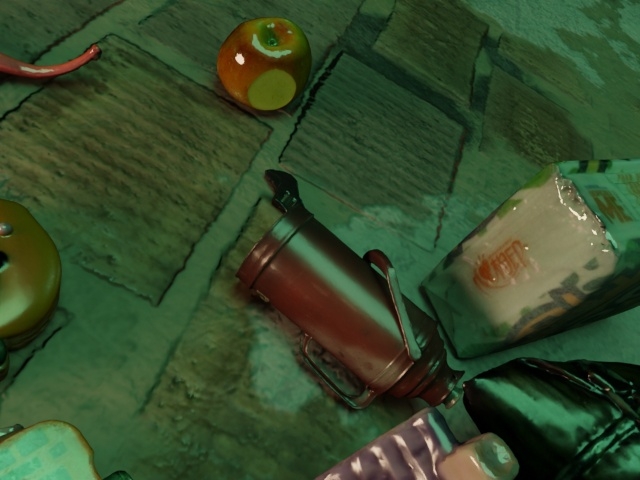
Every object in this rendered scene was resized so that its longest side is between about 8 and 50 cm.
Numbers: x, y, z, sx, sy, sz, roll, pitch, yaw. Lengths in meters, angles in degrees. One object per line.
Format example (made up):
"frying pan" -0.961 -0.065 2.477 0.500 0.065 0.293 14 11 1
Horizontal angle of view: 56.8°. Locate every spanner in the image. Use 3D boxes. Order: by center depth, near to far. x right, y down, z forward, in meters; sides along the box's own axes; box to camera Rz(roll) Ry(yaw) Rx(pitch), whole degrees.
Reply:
"spanner" 0.000 0.000 0.647 0.046 0.012 0.208 -22 69 -41

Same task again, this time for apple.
"apple" -0.067 -0.219 0.718 0.114 0.102 0.099 5 55 -26

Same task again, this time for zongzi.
"zongzi" 0.355 0.210 0.457 0.319 0.362 0.383 3 50 -51

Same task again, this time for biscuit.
"biscuit" -0.279 0.031 0.435 0.170 0.050 0.170 15 50 -19

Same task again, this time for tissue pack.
"tissue pack" 0.300 0.014 0.659 0.311 0.228 0.128 -6 60 -34

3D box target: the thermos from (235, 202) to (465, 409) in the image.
"thermos" 0.035 0.077 0.554 0.232 0.099 0.124 42 77 3

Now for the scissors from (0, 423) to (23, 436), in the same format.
"scissors" -0.294 0.146 0.354 0.212 0.021 0.110 -7 56 -34

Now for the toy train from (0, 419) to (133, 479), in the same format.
"toy train" -0.203 0.186 0.344 0.188 0.072 0.099 -28 67 -41

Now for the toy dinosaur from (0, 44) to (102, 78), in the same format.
"toy dinosaur" -0.377 -0.197 0.567 0.286 0.070 0.139 -15 42 -39

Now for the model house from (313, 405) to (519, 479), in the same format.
"model house" 0.111 0.228 0.375 0.202 0.237 0.236 -10 61 -33
